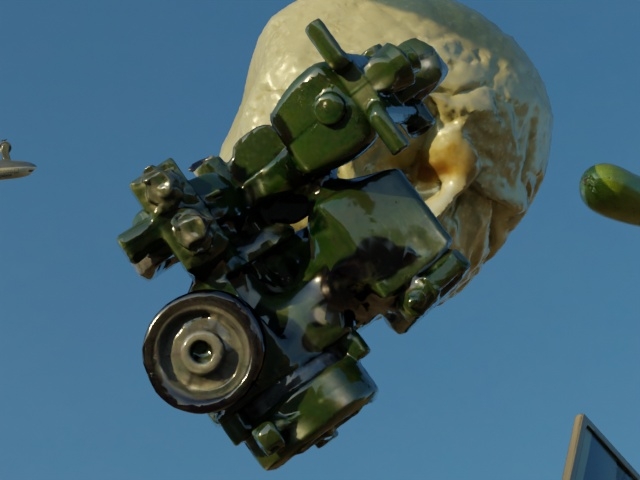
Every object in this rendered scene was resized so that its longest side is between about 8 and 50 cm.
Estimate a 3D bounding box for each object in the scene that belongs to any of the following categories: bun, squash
[{"bbox_3d":[0.077,-0.094,1.841,0.352,0.349,0.227,-8,5,-22],"label":"bun"},{"bbox_3d":[0.397,-0.047,2.295,0.201,0.066,0.066,20,-40,-41],"label":"squash"}]

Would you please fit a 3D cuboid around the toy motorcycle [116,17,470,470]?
[{"bbox_3d":[0.000,0.000,1.125,0.275,0.205,0.127,-35,-8,-10],"label":"toy motorcycle"}]

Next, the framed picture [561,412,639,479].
[{"bbox_3d":[0.223,0.222,1.429,0.011,0.149,0.109,-27,-63,35],"label":"framed picture"}]

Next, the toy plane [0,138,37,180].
[{"bbox_3d":[-0.462,-0.082,2.241,0.226,0.058,0.226,-16,-4,-18],"label":"toy plane"}]
